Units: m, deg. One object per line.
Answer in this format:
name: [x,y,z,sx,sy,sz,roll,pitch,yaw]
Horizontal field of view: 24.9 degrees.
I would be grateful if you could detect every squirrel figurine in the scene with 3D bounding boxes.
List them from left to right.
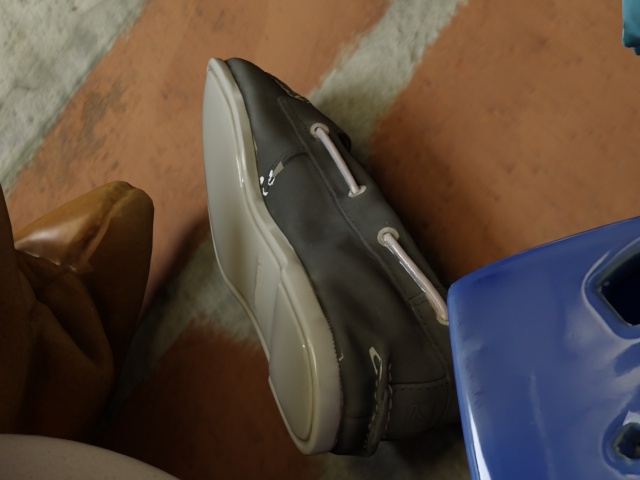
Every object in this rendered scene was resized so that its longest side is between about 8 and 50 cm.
squirrel figurine: [-0.273,0.116,0.811,0.370,0.281,0.396,97,-179,-87]

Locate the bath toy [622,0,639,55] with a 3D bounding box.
bath toy: [0.275,-0.065,0.532,0.348,0.151,0.129,22,121,50]

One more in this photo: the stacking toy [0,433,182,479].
stacking toy: [-0.211,0.332,0.729,0.480,0.351,0.350,-43,36,48]

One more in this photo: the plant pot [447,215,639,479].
plant pot: [0.195,0.109,0.423,0.212,0.236,0.236,-29,45,23]

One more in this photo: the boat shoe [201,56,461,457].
boat shoe: [0.000,0.000,0.842,0.335,0.096,0.112,-113,26,-51]
